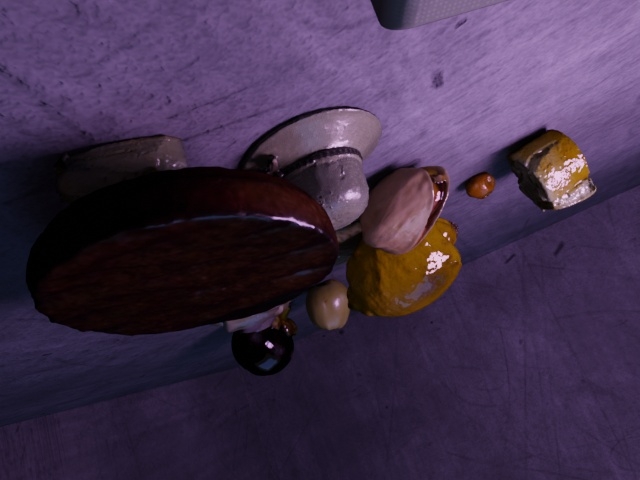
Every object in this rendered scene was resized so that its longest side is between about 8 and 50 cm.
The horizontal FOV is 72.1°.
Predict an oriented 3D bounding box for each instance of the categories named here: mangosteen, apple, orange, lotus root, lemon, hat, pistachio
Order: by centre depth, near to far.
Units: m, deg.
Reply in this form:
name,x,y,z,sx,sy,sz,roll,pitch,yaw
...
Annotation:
name,x,y,z,sx,sy,sz,roll,pitch,yaw
lotus root,-0.252,-0.063,0.554,0.144,0.070,0.143,-9,159,-36
hat,0.006,-0.084,0.715,0.257,0.130,0.257,-20,163,-6
pistachio,0.178,-0.070,0.947,0.157,0.157,0.229,-8,146,-40
lemon,0.215,0.064,1.192,0.316,0.286,0.285,-23,167,39
orange,0.435,-0.143,1.195,0.086,0.062,0.086,-17,163,-6
apple,0.032,0.250,1.721,0.200,0.200,0.200,-20,164,-6
mangosteen,-0.213,0.388,1.777,0.302,0.275,0.275,-56,162,-3

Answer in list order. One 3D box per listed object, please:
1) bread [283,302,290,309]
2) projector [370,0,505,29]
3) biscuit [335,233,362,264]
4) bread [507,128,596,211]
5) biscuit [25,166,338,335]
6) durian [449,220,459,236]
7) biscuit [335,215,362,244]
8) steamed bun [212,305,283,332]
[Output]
name,x,y,z,sx,sy,sz,roll,pitch,yaw
bread,-0.139,0.227,1.645,0.073,0.053,0.214,-20,164,-19
projector,0.132,-0.262,0.261,0.242,0.164,0.177,-19,165,-2
biscuit,0.071,0.029,1.324,0.219,0.033,0.220,-20,160,-7
bread,0.561,-0.160,1.092,0.124,0.186,0.257,-30,170,14
biscuit,-0.177,0.032,0.623,0.407,0.091,0.407,-13,158,-6
durian,0.443,-0.029,1.545,0.091,0.080,0.080,-14,162,-16
biscuit,0.000,0.000,1.136,0.273,0.036,0.187,-29,162,25
steamed bun,-0.177,0.100,0.932,0.280,0.207,0.268,-27,163,24
